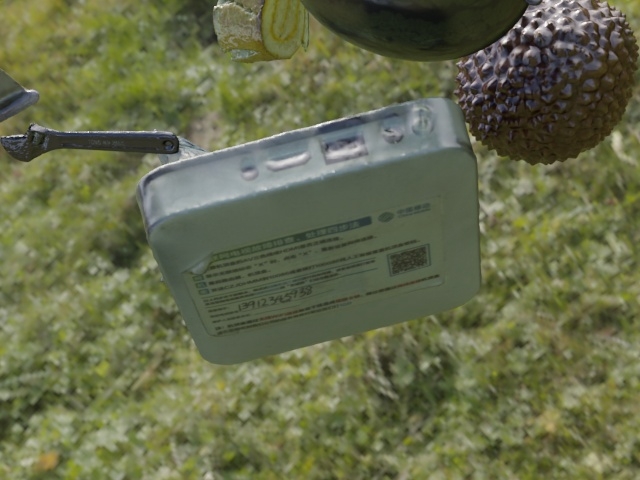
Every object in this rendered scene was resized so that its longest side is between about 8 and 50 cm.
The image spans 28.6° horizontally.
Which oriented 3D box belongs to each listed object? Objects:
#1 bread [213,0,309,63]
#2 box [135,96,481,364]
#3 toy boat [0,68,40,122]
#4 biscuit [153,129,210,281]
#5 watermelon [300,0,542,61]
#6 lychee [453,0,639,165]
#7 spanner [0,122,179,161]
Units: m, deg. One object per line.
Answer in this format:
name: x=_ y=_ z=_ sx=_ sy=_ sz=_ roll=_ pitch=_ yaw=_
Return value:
bread: x=-0.099 y=-0.449 z=2.298 sx=0.124 sy=0.186 sz=0.257 roll=8 pitch=90 yaw=27
box: x=0.001 y=-0.001 z=1.562 sx=0.396 sy=0.396 sz=0.111 roll=-14 pitch=59 yaw=-1
toy boat: x=-0.508 y=-0.128 z=1.367 sx=0.293 sy=0.276 sz=0.111 roll=-48 pitch=43 yaw=12
biscuit: x=-0.166 y=-0.032 z=1.881 sx=0.079 sy=0.186 sz=0.309 roll=-51 pitch=34 yaw=40
watermelon: x=0.120 y=-0.360 z=1.538 sx=0.359 sy=0.279 sz=0.279 roll=17 pitch=61 yaw=24
lychee: x=0.322 y=-0.236 z=1.780 sx=0.267 sy=0.267 sz=0.267 roll=-26 pitch=37 yaw=21
spanner: x=-0.257 y=-0.107 z=1.396 sx=0.208 sy=0.046 sz=0.012 roll=1 pitch=35 yaw=9
